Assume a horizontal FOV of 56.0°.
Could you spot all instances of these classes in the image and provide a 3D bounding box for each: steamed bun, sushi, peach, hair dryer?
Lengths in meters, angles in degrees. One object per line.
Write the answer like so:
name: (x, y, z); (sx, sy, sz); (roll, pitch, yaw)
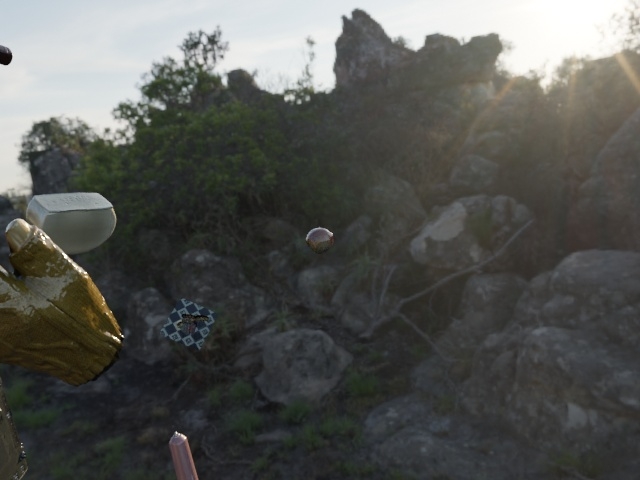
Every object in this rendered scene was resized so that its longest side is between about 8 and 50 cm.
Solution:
steamed bun: (-0.777, -0.050, 1.881); (0.241, 0.164, 0.146); (-7, 30, -46)
sushi: (-0.364, 0.236, 1.668); (0.120, 0.126, 0.026); (25, -34, 0)
peach: (-0.002, 0.000, 1.782); (0.083, 0.083, 0.083); (-9, 8, 1)
hair dryer: (-0.359, 0.708, 1.711); (0.125, 0.353, 0.210); (-14, -1, 2)

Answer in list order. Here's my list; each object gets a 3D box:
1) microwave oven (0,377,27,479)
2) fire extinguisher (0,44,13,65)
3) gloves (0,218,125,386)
microwave oven: (-0.931, 0.527, 1.544); (0.218, 0.355, 0.286); (-4, 19, 7)
fire extinguisher: (-0.764, -0.427, 1.320); (0.078, 0.045, 0.157); (19, 9, 25)
gloves: (-0.459, 0.093, 0.919); (0.203, 0.356, 0.155); (-26, 28, 21)
